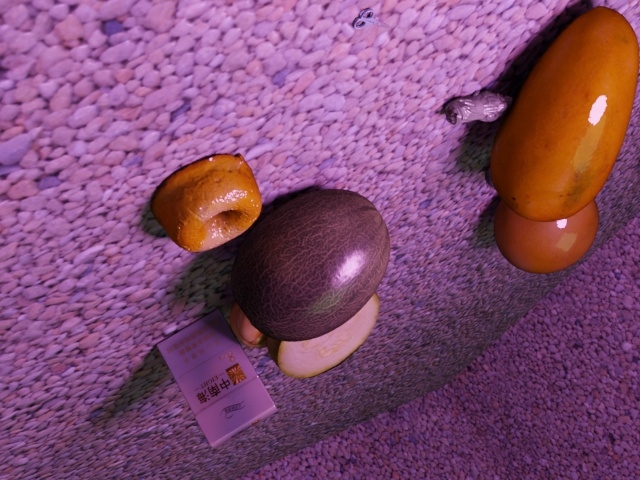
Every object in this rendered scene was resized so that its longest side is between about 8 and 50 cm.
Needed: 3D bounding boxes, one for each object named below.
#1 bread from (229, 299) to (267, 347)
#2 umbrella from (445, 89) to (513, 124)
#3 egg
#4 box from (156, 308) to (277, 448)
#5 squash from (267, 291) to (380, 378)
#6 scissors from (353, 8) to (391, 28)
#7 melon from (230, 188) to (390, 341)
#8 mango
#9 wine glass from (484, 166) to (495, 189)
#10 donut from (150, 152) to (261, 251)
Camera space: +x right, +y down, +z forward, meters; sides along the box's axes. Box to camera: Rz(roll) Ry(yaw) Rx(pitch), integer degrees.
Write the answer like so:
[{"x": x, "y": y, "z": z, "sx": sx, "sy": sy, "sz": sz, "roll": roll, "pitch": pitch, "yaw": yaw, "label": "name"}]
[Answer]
[{"x": -0.077, "y": 0.140, "z": 1.691, "sx": 0.173, "sy": 0.121, "sz": 0.311, "roll": -50, "pitch": 155, "yaw": 13, "label": "bread"}, {"x": 0.298, "y": -0.250, "z": 1.492, "sx": 0.143, "sy": 0.062, "sz": 0.067, "roll": -13, "pitch": -173, "yaw": -22, "label": "umbrella"}, {"x": 0.570, "y": -0.040, "z": 2.044, "sx": 0.250, "sy": 0.250, "sz": 0.322, "roll": -28, "pitch": 165, "yaw": -13, "label": "egg"}, {"x": -0.212, "y": 0.282, "z": 1.641, "sx": 0.155, "sy": 0.243, "sz": 0.067, "roll": -32, "pitch": 160, "yaw": -7, "label": "box"}, {"x": 0.010, "y": 0.179, "z": 1.635, "sx": 0.252, "sy": 0.049, "sz": 0.252, "roll": -24, "pitch": 139, "yaw": -23, "label": "squash"}, {"x": 0.078, "y": -0.310, "z": 1.138, "sx": 0.036, "sy": 0.006, "sz": 0.083, "roll": -44, "pitch": 156, "yaw": 29, "label": "scissors"}, {"x": -0.013, "y": 0.042, "z": 1.427, "sx": 0.301, "sy": 0.237, "sz": 0.237, "roll": -38, "pitch": 158, "yaw": -3, "label": "melon"}, {"x": 0.470, "y": -0.227, "z": 1.524, "sx": 0.446, "sy": 0.232, "sz": 0.300, "roll": 104, "pitch": 14, "yaw": -45, "label": "mango"}, {"x": 0.434, "y": -0.184, "z": 1.804, "sx": 0.072, "sy": 0.072, "sz": 0.155, "roll": -18, "pitch": 153, "yaw": -33, "label": "wine glass"}, {"x": -0.170, "y": -0.048, "z": 1.247, "sx": 0.174, "sy": 0.075, "sz": 0.190, "roll": -25, "pitch": 157, "yaw": -21, "label": "donut"}]
